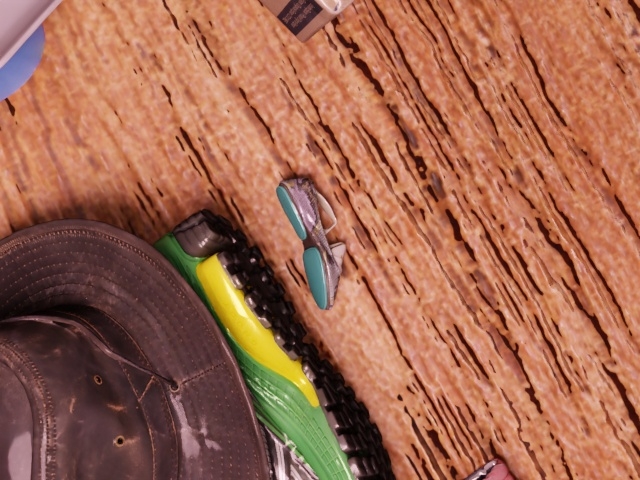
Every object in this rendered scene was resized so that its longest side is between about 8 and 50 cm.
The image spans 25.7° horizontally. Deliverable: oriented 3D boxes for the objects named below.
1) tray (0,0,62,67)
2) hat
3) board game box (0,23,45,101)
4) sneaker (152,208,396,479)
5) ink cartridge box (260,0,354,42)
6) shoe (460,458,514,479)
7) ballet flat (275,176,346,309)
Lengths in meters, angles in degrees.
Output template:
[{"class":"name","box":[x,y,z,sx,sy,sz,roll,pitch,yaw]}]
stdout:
[{"class":"tray","box":[-0.324,-0.207,1.077,0.270,0.030,0.145,21,52,13]},{"class":"hat","box":[-0.201,0.154,1.034,0.331,0.134,0.331,3,98,23]},{"class":"board game box","box":[-0.292,-0.139,1.064,0.169,0.033,0.133,23,51,14]},{"class":"sneaker","box":[-0.048,0.150,1.125,0.146,0.134,0.343,-33,91,12]},{"class":"ink cartridge box","box":[0.052,-0.269,1.091,0.235,0.193,0.088,-44,96,-4]},{"class":"shoe","box":[0.101,0.259,1.158,0.178,0.063,0.081,-34,91,-10]},{"class":"ballet flat","box":[0.000,0.000,1.162,0.041,0.041,0.114,-20,92,-5]}]
